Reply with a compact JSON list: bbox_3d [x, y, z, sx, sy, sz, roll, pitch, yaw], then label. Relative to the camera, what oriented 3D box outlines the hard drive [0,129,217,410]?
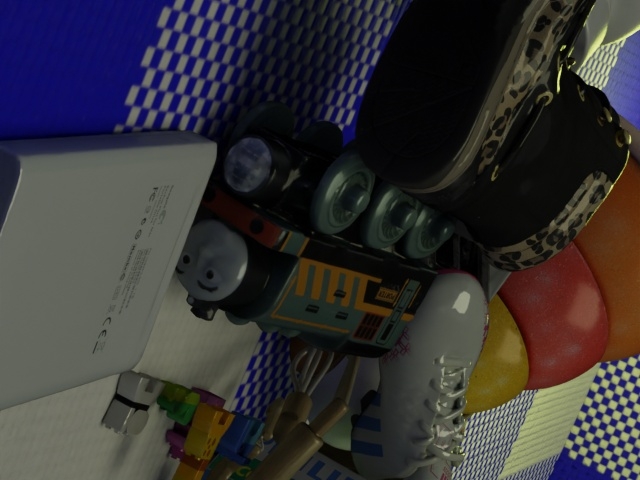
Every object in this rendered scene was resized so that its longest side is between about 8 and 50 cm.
[{"bbox_3d":[-0.185,0.021,1.421,0.307,0.040,0.203,-11,125,-68],"label":"hard drive"}]

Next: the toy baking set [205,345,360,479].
[{"bbox_3d":[-0.036,0.170,1.843,0.256,0.030,0.197,-45,-163,7],"label":"toy baking set"}]

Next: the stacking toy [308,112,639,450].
[{"bbox_3d":[0.172,0.074,2.202,0.480,0.350,0.350,-33,148,-27],"label":"stacking toy"}]

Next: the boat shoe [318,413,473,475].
[{"bbox_3d":[0.078,0.226,2.288,0.302,0.109,0.098,-35,161,-29],"label":"boat shoe"}]

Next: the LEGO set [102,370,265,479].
[{"bbox_3d":[-0.121,0.185,1.744,0.093,0.087,0.227,-64,161,-2],"label":"LEGO set"}]

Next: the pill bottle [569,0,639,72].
[{"bbox_3d":[0.272,-0.337,1.914,0.408,0.229,0.229,-52,158,-35],"label":"pill bottle"}]

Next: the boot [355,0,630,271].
[{"bbox_3d":[0.190,-0.165,1.665,0.377,0.138,0.284,-63,149,-10],"label":"boot"}]

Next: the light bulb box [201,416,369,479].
[{"bbox_3d":[-0.023,0.418,1.889,0.361,0.358,0.225,-46,156,-47],"label":"light bulb box"}]

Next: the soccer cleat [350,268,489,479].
[{"bbox_3d":[0.111,0.164,1.940,0.116,0.143,0.331,-8,144,-17],"label":"soccer cleat"}]

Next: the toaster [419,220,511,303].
[{"bbox_3d":[0.133,-0.037,2.034,0.110,0.168,0.186,-53,158,-25],"label":"toaster"}]

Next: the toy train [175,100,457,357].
[{"bbox_3d":[0.000,0.000,1.706,0.334,0.142,0.190,15,104,-61],"label":"toy train"}]

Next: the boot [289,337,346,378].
[{"bbox_3d":[-0.014,0.054,1.919,0.152,0.073,0.197,-9,124,-59],"label":"boot"}]

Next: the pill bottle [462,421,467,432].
[{"bbox_3d":[0.112,0.250,2.428,0.117,0.117,0.215,-29,141,-61],"label":"pill bottle"}]
